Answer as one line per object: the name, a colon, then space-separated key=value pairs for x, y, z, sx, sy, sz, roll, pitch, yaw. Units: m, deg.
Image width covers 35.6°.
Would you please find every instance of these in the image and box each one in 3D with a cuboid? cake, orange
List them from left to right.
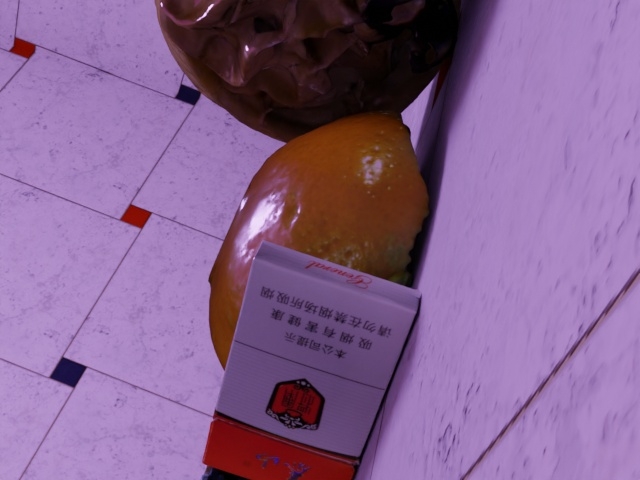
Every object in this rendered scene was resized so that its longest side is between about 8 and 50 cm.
orange: x=-0.002 y=0.029 z=0.969 sx=0.335 sy=0.196 sz=0.262 roll=-60 pitch=20 yaw=23
cake: x=0.008 y=-0.248 z=1.004 sx=0.321 sy=0.332 sz=0.332 roll=-139 pitch=63 yaw=-67

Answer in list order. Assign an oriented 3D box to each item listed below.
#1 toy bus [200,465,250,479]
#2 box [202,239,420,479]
toy bus: x=-0.053 y=0.236 z=1.120 sx=0.275 sy=0.138 sz=0.167 roll=-74 pitch=-1 yaw=-55
box: x=-0.014 y=0.121 z=0.846 sx=0.035 sy=0.139 sz=0.245 roll=-71 pitch=-1 yaw=-56
